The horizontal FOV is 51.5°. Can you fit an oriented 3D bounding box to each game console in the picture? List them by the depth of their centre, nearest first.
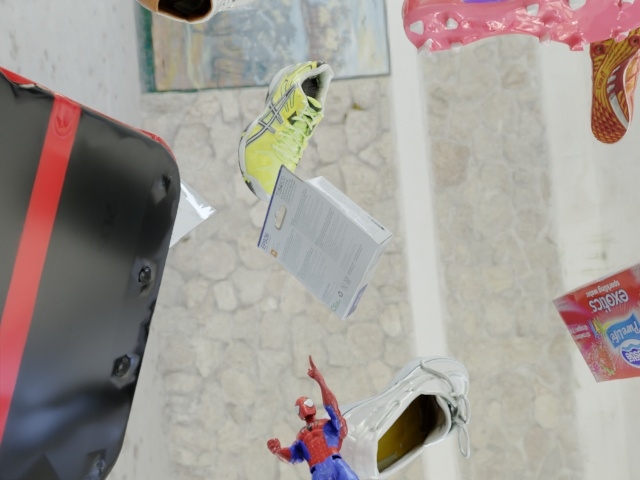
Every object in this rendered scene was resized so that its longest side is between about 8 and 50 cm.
[{"bbox_3d":[-0.269,0.058,0.567,0.342,0.060,0.387,18,83,-62],"label":"game console"}]

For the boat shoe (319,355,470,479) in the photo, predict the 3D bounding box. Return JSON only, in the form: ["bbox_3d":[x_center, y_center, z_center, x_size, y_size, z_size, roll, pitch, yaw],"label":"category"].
[{"bbox_3d":[0.160,0.260,0.986,0.156,0.367,0.136,-3,-88,41],"label":"boat shoe"}]

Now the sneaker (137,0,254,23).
[{"bbox_3d":[-0.175,-0.379,1.031,0.123,0.290,0.106,49,-51,16],"label":"sneaker"}]

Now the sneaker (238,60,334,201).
[{"bbox_3d":[-0.078,-0.271,1.551,0.147,0.145,0.385,-14,-125,50],"label":"sneaker"}]

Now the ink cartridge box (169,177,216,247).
[{"bbox_3d":[-0.413,-0.085,1.491,0.275,0.239,0.060,47,9,-43],"label":"ink cartridge box"}]

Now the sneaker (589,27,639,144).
[{"bbox_3d":[0.358,-0.206,0.810,0.067,0.064,0.175,-32,130,-61],"label":"sneaker"}]

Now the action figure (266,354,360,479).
[{"bbox_3d":[0.000,0.244,0.727,0.139,0.091,0.280,61,-2,-28],"label":"action figure"}]

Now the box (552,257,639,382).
[{"bbox_3d":[0.409,0.081,0.791,0.128,0.122,0.257,64,-14,11],"label":"box"}]

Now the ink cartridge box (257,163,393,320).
[{"bbox_3d":[0.000,0.000,1.165,0.224,0.045,0.223,40,-41,16],"label":"ink cartridge box"}]

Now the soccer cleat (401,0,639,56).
[{"bbox_3d":[0.204,-0.246,0.670,0.083,0.247,0.095,52,41,-59],"label":"soccer cleat"}]
